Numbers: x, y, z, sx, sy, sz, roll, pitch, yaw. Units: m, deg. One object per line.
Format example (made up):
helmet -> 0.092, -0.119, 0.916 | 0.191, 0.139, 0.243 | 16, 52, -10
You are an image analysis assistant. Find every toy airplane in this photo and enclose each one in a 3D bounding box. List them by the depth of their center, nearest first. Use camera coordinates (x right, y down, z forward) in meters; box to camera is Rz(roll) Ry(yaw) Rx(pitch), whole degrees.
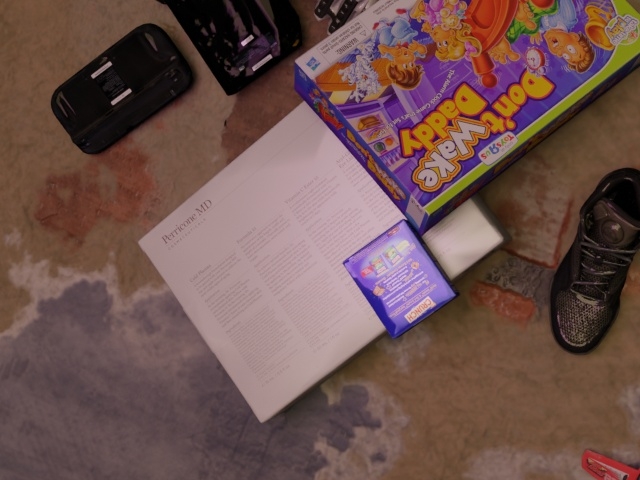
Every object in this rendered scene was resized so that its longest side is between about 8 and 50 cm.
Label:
toy airplane -> 0.360, 0.310, 1.209 | 0.151, 0.028, 0.151 | -9, 76, 40

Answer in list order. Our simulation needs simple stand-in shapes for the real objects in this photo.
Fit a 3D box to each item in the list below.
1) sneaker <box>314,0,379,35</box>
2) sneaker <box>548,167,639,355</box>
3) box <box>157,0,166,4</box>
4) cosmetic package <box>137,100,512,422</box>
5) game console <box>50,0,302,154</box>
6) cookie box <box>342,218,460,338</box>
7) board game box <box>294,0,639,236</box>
sneaker -> 0.006, -0.380, 1.304 | 0.118, 0.110, 0.292 | -30, 86, -31
sneaker -> 0.315, 0.023, 1.195 | 0.087, 0.130, 0.228 | 24, 97, 18
box -> -0.129, -0.410, 1.384 | 0.190, 0.045, 0.184 | -1, 90, 16
cosmetic package -> 0.000, 0.000, 1.302 | 0.377, 0.097, 0.284 | -38, 81, 14
game console -> -0.213, -0.254, 1.378 | 0.361, 0.044, 0.213 | -32, 92, 18
cookie box -> 0.093, 0.044, 1.202 | 0.092, 0.040, 0.107 | -36, 79, 14
board game box -> 0.176, -0.203, 1.201 | 0.347, 0.078, 0.233 | -38, 78, -12
